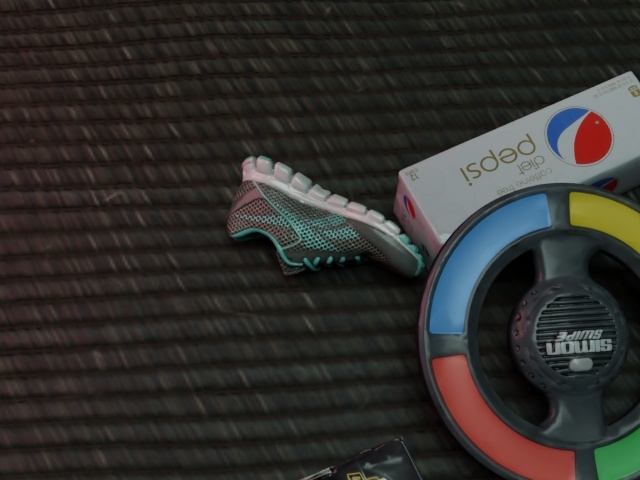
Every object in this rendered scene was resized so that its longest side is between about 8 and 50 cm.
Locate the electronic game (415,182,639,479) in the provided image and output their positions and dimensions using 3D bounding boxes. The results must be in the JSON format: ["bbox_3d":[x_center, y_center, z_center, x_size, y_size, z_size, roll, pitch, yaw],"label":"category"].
[{"bbox_3d":[0.182,0.071,0.905,0.229,0.048,0.229,1,82,-9],"label":"electronic game"}]

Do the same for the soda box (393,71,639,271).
[{"bbox_3d":[0.169,-0.052,0.984,0.216,0.069,0.074,-24,67,-12],"label":"soda box"}]

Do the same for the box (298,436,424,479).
[{"bbox_3d":[-0.015,0.318,0.798,0.293,0.073,0.296,-22,66,-12],"label":"box"}]

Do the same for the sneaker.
[{"bbox_3d":[0.000,0.000,0.969,0.166,0.065,0.076,26,83,14],"label":"sneaker"}]
